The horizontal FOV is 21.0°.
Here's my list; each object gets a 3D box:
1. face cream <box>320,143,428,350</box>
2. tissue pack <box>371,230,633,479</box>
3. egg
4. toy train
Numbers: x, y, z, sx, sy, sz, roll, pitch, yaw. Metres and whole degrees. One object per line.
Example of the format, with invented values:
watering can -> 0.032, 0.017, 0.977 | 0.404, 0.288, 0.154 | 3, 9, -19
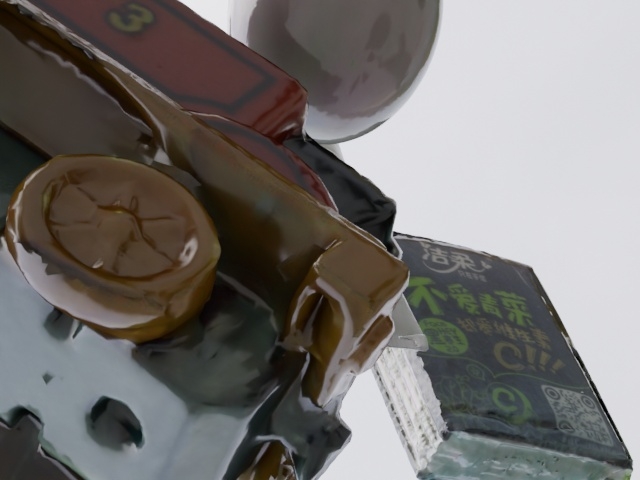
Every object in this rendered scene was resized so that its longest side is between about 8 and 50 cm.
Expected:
face cream -> 0.000, 0.000, 1.073 | 0.092, 0.058, 0.243 | 4, -152, -11
tissue pack -> 0.120, 0.096, 1.304 | 0.173, 0.073, 0.235 | 13, -148, -28
egg -> 0.007, -0.108, 0.823 | 0.103, 0.103, 0.135 | 32, -125, -32
toy train -> -0.126, -0.041, 0.700 | 0.369, 0.163, 0.231 | 35, -138, 10
